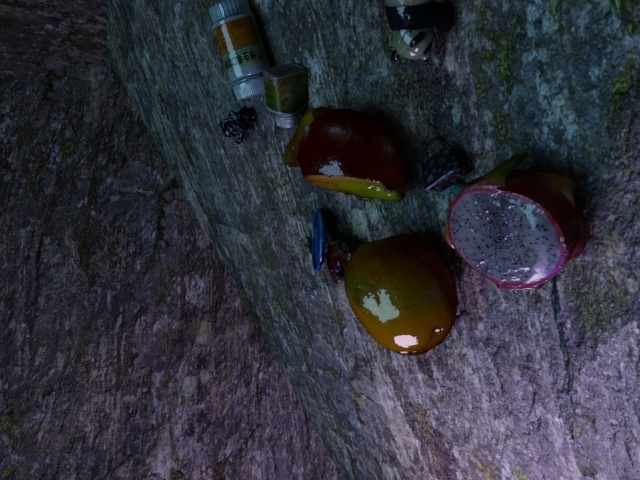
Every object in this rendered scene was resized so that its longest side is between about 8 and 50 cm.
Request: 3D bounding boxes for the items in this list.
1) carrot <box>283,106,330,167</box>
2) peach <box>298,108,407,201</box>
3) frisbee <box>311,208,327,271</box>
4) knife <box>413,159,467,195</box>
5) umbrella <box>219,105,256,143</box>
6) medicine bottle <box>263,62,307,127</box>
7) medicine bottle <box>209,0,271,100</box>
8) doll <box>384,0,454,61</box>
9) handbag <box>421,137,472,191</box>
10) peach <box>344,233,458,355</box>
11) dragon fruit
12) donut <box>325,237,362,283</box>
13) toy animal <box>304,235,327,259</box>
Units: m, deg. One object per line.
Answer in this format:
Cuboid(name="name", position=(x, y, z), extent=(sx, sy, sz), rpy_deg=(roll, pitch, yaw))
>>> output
Cuboid(name="carrot", position=(-0.044, -0.345, 1.642), extent=(0.114, 0.114, 0.302), rpy_deg=(59, 154, 6))
Cuboid(name="peach", position=(0.101, -0.215, 1.371), extent=(0.338, 0.280, 0.281), rpy_deg=(51, 149, 21))
Cuboid(name="frisbee", position=(0.000, 0.000, 1.842), extent=(0.242, 0.045, 0.243), rpy_deg=(-179, 90, -82))
Cuboid(name="knife", position=(0.339, -0.147, 1.281), extent=(0.260, 0.034, 0.063), rpy_deg=(40, 144, 44))
Cuboid(name="umbrella", position=(-0.360, -0.487, 2.046), extent=(0.272, 0.121, 0.111), rpy_deg=(-8, 63, 64))
Cuboid(name="medicine bottle", position=(-0.115, -0.486, 1.619), extent=(0.088, 0.132, 0.189), rpy_deg=(36, 142, 37))
Cuboid(name="medicine bottle", position=(-0.276, -0.676, 1.695), extent=(0.158, 0.158, 0.319), rpy_deg=(8, 119, 56))
Cuboid(name="doll", position=(0.209, -0.525, 1.073), extent=(0.143, 0.135, 0.235), rpy_deg=(30, 141, 47))
Cuboid(name="handbag", position=(0.310, -0.206, 1.233), extent=(0.115, 0.072, 0.139), rpy_deg=(-37, 56, 41))
Cuboid(name="peach", position=(0.236, 0.164, 1.419), extent=(0.372, 0.289, 0.374), rpy_deg=(4, 100, 27))
Cuboid(name="dragon fruit", position=(0.443, -0.041, 1.056), extent=(0.290, 0.189, 0.291), rpy_deg=(34, 144, 29))
Cuboid(name="donut", position=(0.114, 0.089, 1.760), extent=(0.230, 0.095, 0.216), rpy_deg=(14, 122, 55))
Cuboid(name="toy animal", position=(-0.027, 0.039, 1.996), extent=(0.136, 0.047, 0.065), rpy_deg=(54, 158, 5))
